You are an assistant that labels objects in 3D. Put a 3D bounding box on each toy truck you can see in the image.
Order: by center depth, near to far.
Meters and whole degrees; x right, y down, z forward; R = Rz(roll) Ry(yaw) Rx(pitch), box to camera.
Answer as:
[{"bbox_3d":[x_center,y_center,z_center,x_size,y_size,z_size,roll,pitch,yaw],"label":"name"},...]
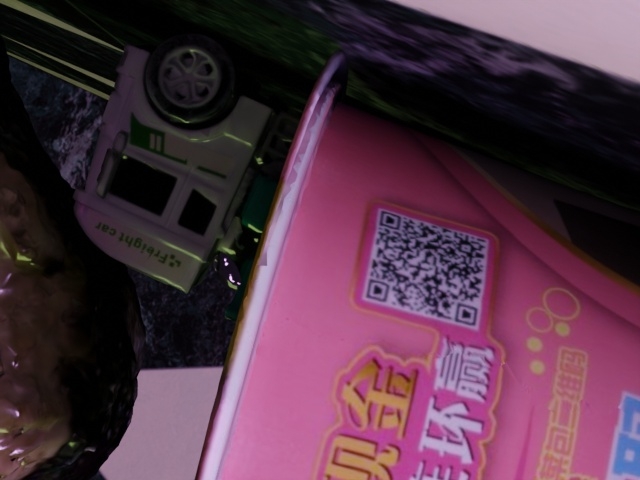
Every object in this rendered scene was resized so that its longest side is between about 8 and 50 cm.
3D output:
[{"bbox_3d":[0.000,0.000,0.606,0.216,0.116,0.110,24,-179,-1],"label":"toy truck"}]

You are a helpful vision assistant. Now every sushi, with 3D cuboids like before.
[{"bbox_3d":[-0.216,-0.018,0.614,0.350,0.211,0.171,58,178,-3],"label":"sushi"}]

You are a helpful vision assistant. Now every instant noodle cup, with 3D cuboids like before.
[{"bbox_3d":[0.092,0.086,0.433,0.255,0.243,0.244,15,180,4],"label":"instant noodle cup"}]

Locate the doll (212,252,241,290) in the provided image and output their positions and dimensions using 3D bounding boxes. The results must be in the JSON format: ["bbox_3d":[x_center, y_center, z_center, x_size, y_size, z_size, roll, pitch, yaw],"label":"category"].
[{"bbox_3d":[0.040,0.027,0.956,0.234,0.143,0.135,13,-151,-50],"label":"doll"}]
